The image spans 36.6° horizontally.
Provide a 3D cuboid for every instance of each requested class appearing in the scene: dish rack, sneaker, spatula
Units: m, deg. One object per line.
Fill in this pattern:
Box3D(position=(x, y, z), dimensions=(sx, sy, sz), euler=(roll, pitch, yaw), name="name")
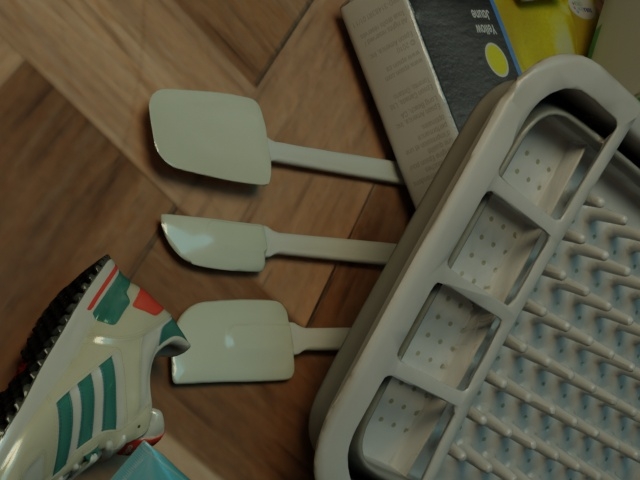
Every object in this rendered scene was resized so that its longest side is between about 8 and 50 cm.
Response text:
Box3D(position=(0.152, 0.070, 0.615), dimensions=(0.333, 0.072, 0.286), euler=(30, 88, -34), name="dish rack")
Box3D(position=(-0.107, 0.084, 0.427), dimensions=(0.075, 0.057, 0.161), euler=(40, 46, -20), name="sneaker")
Box3D(position=(0.000, 0.000, 0.599), dimensions=(0.242, 0.019, 0.168), euler=(4, 70, -44), name="spatula")

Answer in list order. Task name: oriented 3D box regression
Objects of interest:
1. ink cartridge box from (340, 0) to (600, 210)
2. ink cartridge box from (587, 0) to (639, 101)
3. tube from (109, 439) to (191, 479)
Box3D(position=(0.176, -0.056, 0.761), dimensions=(0.303, 0.072, 0.307), euler=(-15, 82, -50), name="ink cartridge box")
Box3D(position=(0.361, -0.102, 0.789), dimensions=(0.289, 0.121, 0.211), euler=(36, 58, -19), name="ink cartridge box")
Box3D(position=(-0.033, 0.177, 0.465), dimensions=(0.207, 0.052, 0.080), euler=(41, 85, -27), name="tube")
